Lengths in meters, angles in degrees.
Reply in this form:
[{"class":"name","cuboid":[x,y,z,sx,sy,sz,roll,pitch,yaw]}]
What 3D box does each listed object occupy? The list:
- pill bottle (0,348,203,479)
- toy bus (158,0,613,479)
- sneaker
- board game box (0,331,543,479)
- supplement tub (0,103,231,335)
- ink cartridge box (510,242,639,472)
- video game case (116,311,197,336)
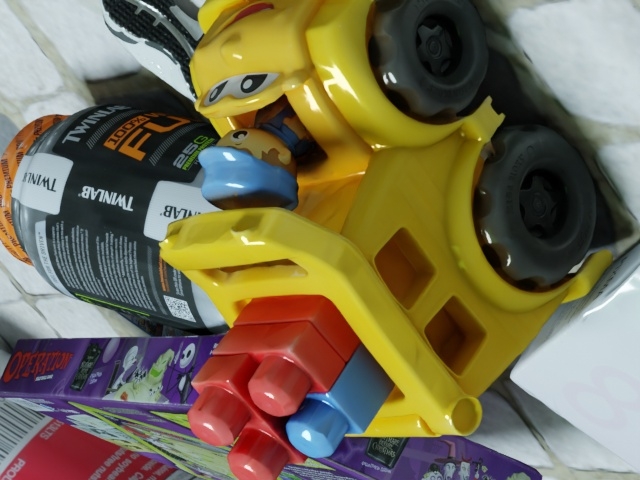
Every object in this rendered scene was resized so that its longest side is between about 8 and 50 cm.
[{"class":"pill bottle","cuboid":[-0.152,0.268,1.362,0.407,0.229,0.229,30,149,11]},{"class":"toy bus","cuboid":[0.000,0.000,0.858,0.149,0.211,0.220,-5,128,51]},{"class":"sneaker","cuboid":[-0.072,-0.099,0.973,0.109,0.040,0.044,43,166,-4]},{"class":"board game box","cuboid":[-0.047,0.115,1.104,0.208,0.056,0.347,31,163,-23]},{"class":"supplement tub","cuboid":[-0.086,-0.012,1.020,0.190,0.117,0.117,13,142,33]},{"class":"ink cartridge box","cuboid":[0.221,0.066,0.871,0.189,0.066,0.232,37,153,-3]},{"class":"video game case","cuboid":[-0.071,0.054,1.196,0.166,0.015,0.119,34,150,5]}]
